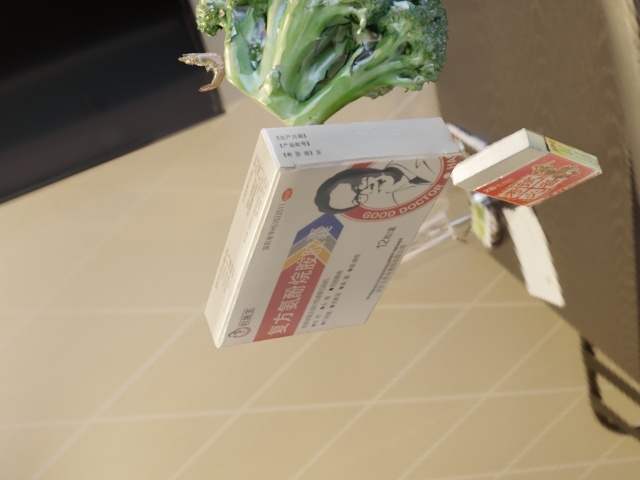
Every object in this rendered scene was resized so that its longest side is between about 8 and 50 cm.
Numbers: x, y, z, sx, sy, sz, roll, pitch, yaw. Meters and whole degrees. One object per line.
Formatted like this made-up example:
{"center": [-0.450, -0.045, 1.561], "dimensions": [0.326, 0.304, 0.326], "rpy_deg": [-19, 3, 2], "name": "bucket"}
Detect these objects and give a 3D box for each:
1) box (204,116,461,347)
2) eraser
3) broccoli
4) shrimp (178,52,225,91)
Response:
{"center": [0.000, 0.000, 1.065], "dimensions": [0.353, 0.214, 0.069], "rpy_deg": [113, 143, -48], "name": "box"}
{"center": [0.350, -0.118, 1.540], "dimensions": [0.157, 0.230, 0.038], "rpy_deg": [-28, 63, 39], "name": "eraser"}
{"center": [0.005, -0.235, 1.033], "dimensions": [0.294, 0.245, 0.265], "rpy_deg": [30, 166, 32], "name": "broccoli"}
{"center": [-0.250, -0.352, 1.888], "dimensions": [0.023, 0.114, 0.083], "rpy_deg": [7, -86, -71], "name": "shrimp"}
